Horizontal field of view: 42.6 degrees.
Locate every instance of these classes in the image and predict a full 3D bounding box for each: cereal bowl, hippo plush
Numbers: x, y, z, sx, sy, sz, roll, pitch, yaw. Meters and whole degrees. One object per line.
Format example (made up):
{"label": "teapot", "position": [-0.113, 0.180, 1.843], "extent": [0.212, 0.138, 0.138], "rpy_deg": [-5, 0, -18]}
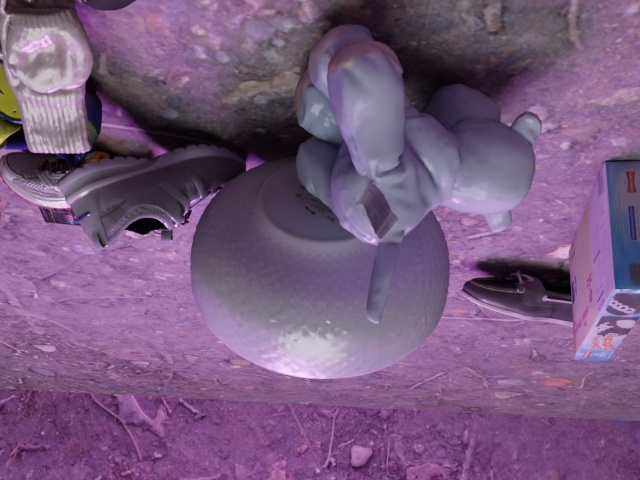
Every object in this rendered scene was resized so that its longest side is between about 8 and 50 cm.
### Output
{"label": "cereal bowl", "position": [0.000, 0.000, 1.034], "extent": [0.338, 0.339, 0.141], "rpy_deg": [4, 133, 2]}
{"label": "hippo plush", "position": [0.119, -0.110, 0.882], "extent": [0.236, 0.294, 0.235], "rpy_deg": [-9, 129, -17]}

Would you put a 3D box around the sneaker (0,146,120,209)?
{"label": "sneaker", "position": [-0.340, -0.098, 1.169], "extent": [0.225, 0.088, 0.093], "rpy_deg": [8, 136, -9]}

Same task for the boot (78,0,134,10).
{"label": "boot", "position": [-0.205, -0.241, 0.732], "extent": [0.137, 0.077, 0.197], "rpy_deg": [-8, 178, 38]}

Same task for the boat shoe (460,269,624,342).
{"label": "boat shoe", "position": [0.414, 0.098, 1.478], "extent": [0.335, 0.096, 0.112], "rpy_deg": [15, -169, -14]}

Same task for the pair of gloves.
{"label": "pair of gloves", "position": [-0.360, -0.187, 0.861], "extent": [0.240, 0.042, 0.204], "rpy_deg": [6, 121, -5]}

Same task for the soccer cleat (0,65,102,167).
{"label": "soccer cleat", "position": [-0.392, -0.168, 0.940], "extent": [0.289, 0.121, 0.093], "rpy_deg": [18, 154, -29]}

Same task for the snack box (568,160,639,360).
{"label": "snack box", "position": [0.418, 0.043, 1.200], "extent": [0.060, 0.187, 0.322], "rpy_deg": [1, 157, 8]}

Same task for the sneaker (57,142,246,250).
{"label": "sneaker", "position": [-0.208, -0.053, 1.087], "extent": [0.281, 0.115, 0.105], "rpy_deg": [-17, 177, -44]}

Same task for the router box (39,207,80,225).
{"label": "router box", "position": [-0.393, -0.063, 1.290], "extent": [0.092, 0.038, 0.122], "rpy_deg": [7, 157, -5]}
